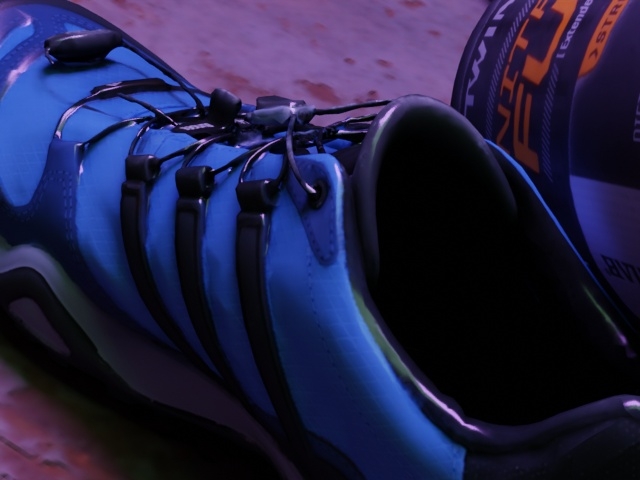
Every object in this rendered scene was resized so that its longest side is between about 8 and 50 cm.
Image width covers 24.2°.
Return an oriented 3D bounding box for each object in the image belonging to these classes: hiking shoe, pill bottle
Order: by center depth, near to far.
[{"bbox_3d":[0.000,0.000,0.412,0.113,0.132,0.304,-21,52,-42],"label":"hiking shoe"},{"bbox_3d":[0.117,-0.033,0.451,0.130,0.130,0.246,10,5,-13],"label":"pill bottle"}]
